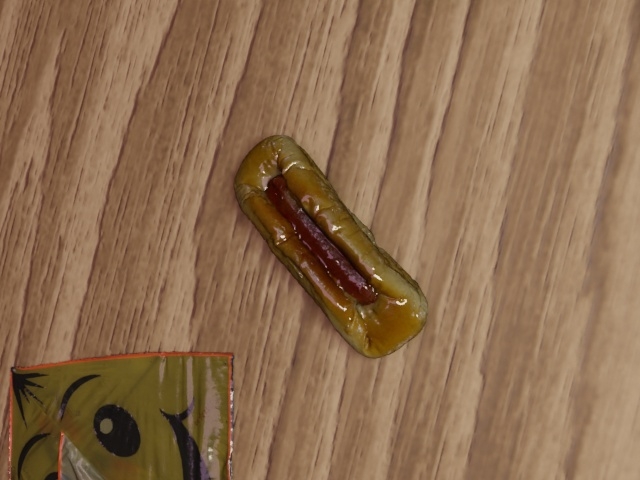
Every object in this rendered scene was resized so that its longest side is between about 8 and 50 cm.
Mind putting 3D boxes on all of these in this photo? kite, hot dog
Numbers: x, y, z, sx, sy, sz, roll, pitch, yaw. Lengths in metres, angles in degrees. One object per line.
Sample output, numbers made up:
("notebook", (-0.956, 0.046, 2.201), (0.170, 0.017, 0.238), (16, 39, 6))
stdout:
("kite", (-0.221, 0.239, 0.956), (0.327, 0.013, 0.377), (40, 101, 22))
("hot dog", (0.000, 0.000, 0.852), (0.084, 0.073, 0.242), (-41, 72, 9))
